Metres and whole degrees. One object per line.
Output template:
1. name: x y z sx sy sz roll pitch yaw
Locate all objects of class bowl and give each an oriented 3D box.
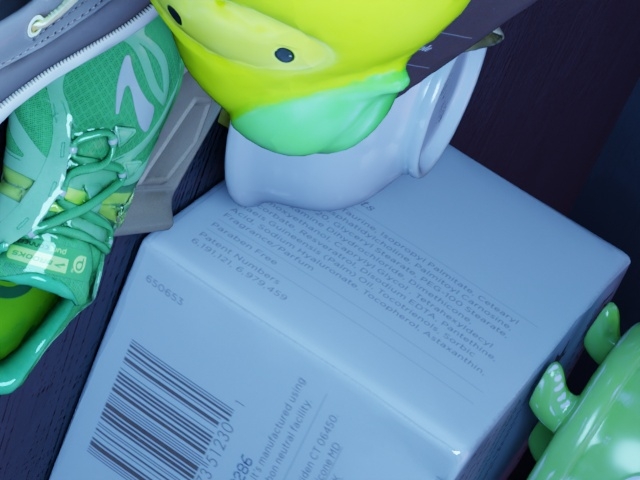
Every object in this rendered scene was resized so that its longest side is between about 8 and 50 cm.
1. bowl: 0.048 -0.139 1.559 0.298 0.134 0.298 -60 166 -24

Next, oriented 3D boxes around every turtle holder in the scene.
1. turtle holder: 0.266 0.239 1.703 0.320 0.227 0.243 -60 167 9

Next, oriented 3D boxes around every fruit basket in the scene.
1. fruit basket: -0.008 -0.206 0.802 0.392 0.392 0.283 -60 166 15

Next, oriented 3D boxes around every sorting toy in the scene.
1. sorting toy: -0.094 -0.116 1.431 0.229 0.041 0.307 -64 168 9

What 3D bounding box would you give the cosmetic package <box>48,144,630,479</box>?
1. cosmetic package: 0.019 0.124 1.765 0.393 0.327 0.329 -41 159 -52

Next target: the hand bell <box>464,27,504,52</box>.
1. hand bell: 0.065 -0.260 1.390 0.126 0.126 0.242 14 74 -76

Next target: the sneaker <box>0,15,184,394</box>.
1. sneaker: -0.155 -0.025 1.189 0.123 0.109 0.295 -110 -142 -51

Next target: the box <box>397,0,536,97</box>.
1. box: 0.094 -0.234 1.165 0.381 0.143 0.191 -35 156 33

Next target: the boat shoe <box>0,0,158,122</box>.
1. boat shoe: -0.155 -0.145 0.980 0.324 0.116 0.097 -45 166 -23
